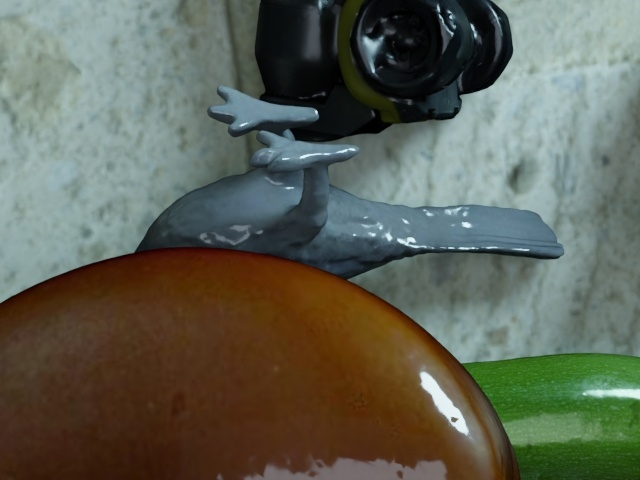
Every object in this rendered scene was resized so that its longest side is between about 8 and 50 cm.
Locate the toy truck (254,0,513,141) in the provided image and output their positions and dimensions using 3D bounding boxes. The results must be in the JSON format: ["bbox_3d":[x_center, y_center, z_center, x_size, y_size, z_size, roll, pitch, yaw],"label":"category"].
[{"bbox_3d":[0.029,-0.181,1.069,0.165,0.147,0.224,-3,95,23],"label":"toy truck"}]

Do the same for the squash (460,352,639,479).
[{"bbox_3d":[0.137,0.129,1.105,0.379,0.101,0.101,0,93,-4],"label":"squash"}]

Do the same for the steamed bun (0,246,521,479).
[{"bbox_3d":[-0.078,0.134,0.949,0.379,0.235,0.248,-11,77,7],"label":"steamed bun"}]

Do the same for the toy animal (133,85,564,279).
[{"bbox_3d":[-0.020,-0.017,1.055,0.367,0.206,0.081,-14,53,-3],"label":"toy animal"}]
